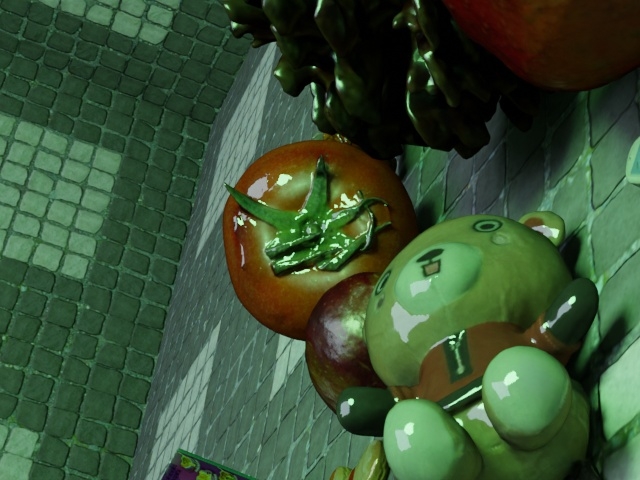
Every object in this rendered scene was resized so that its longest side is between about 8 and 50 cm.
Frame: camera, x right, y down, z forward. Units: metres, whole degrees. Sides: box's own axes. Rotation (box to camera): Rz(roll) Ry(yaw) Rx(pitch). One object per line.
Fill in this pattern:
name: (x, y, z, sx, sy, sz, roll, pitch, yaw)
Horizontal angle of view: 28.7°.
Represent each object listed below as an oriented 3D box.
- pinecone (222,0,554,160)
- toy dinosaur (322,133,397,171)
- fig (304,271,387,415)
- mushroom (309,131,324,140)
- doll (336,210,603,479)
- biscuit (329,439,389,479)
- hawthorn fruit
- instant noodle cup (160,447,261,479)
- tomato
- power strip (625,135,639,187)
pinecone: (0.069, -0.278, 1.303, 0.398, 0.397, 0.398, -161, 90, -77)
toy dinosaur: (0.063, -0.142, 1.795, 0.432, 0.097, 0.208, -49, -43, -73)
fig: (0.076, 0.134, 1.318, 0.175, 0.175, 0.207, -67, 28, 18)
mushroom: (0.002, -0.081, 1.983, 0.351, 0.109, 0.097, -91, -4, -57)
doll: (0.141, 0.102, 1.069, 0.235, 0.174, 0.330, -33, 29, 17)
biscuit: (0.021, 0.338, 1.499, 0.234, 0.030, 0.153, 129, 158, -55)
hawthorn fruit: (0.219, -0.250, 1.054, 0.307, 0.265, 0.265, 95, -175, -59)
instant noodle cup: (-0.149, 0.398, 1.621, 0.251, 0.190, 0.251, -62, 0, 0)
tomato: (0.000, 0.000, 1.573, 0.224, 0.255, 0.256, 72, -145, -82)
power strip: (0.287, -0.059, 0.966, 0.191, 0.030, 0.048, -163, 92, -77)
